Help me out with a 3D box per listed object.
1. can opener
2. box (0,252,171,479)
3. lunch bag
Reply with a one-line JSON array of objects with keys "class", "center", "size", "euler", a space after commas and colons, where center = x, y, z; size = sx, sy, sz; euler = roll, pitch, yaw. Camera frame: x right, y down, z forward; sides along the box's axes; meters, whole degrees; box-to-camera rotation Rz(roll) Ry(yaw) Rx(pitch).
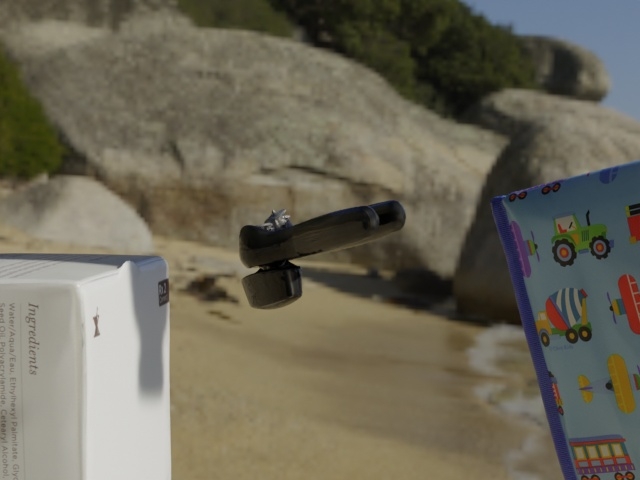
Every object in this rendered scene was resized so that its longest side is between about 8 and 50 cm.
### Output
[{"class": "can opener", "center": [0.000, 0.000, 1.018], "size": [0.059, 0.073, 0.186], "euler": [-23, 0, -41]}, {"class": "box", "center": [-0.165, 0.102, 0.787], "size": [0.119, 0.182, 0.181], "euler": [0, 4, 8]}, {"class": "lunch bag", "center": [0.271, 0.090, 1.002], "size": [0.221, 0.293, 0.138], "euler": [-14, -10, 40]}]
